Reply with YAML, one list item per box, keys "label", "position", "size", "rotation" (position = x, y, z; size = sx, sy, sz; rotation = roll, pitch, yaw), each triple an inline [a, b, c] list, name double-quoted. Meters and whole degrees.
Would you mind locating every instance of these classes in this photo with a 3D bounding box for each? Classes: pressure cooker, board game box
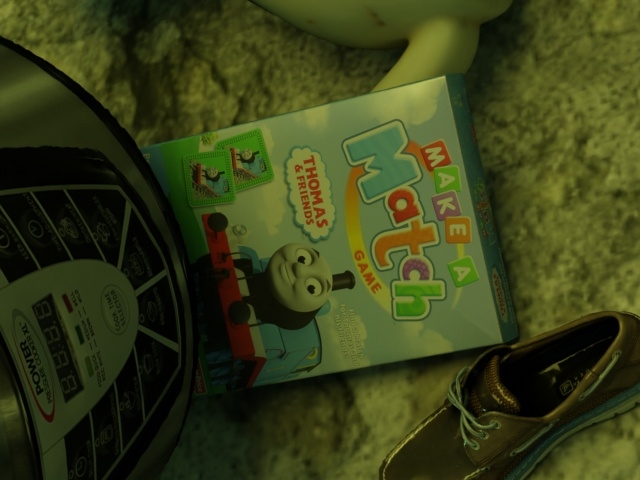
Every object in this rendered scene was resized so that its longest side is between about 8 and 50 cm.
- label: "pressure cooker"
  position: [-0.294, 0.093, 0.997]
  size: [0.370, 0.420, 0.375]
  rotation: [30, 115, 10]
- label: "board game box"
  position: [0.000, 0.000, 1.134]
  size: [0.211, 0.039, 0.160]
  rotation: [-12, 91, 22]

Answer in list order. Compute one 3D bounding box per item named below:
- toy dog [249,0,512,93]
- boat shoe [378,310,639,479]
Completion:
- label: "toy dog"
  position: [-0.062, -0.264, 1.241]
  size: [0.408, 0.284, 0.395]
  rotation: [5, 104, 29]
- label: "boat shoe"
  position: [0.102, 0.091, 1.056]
  size: [0.183, 0.066, 0.066]
  rotation: [-36, 53, 8]
